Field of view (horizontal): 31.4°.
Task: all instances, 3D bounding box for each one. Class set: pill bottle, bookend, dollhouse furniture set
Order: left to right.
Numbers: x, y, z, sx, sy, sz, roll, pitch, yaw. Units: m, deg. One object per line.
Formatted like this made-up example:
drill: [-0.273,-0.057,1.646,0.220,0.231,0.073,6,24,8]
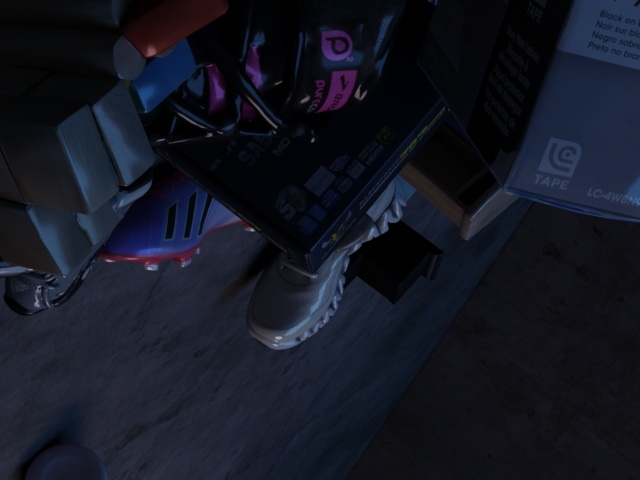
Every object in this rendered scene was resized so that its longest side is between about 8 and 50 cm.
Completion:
pill bottle: [-0.275,0.290,1.228,0.086,0.086,0.152,-42,161,-35]
bookend: [0.051,0.036,1.496,0.156,0.157,0.072,-46,163,-26]
dollhouse furniture set: [0.098,-0.151,1.087,0.286,0.198,0.303,-39,156,-21]

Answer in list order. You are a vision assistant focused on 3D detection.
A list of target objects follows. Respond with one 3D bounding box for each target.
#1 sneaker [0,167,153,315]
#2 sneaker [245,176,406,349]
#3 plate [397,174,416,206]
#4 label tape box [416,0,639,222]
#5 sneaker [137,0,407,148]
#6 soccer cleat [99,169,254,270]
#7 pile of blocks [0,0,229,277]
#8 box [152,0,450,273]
sneaker: [-0.212,0.015,0.807,0.228,0.086,0.132,-31,156,-56]
sneaker: [0.000,0.000,1.393,0.292,0.110,0.118,-55,160,-23]
plate: [0.126,-0.107,1.656,0.188,0.024,0.188,-47,164,-18]
label tape box: [0.183,-0.222,0.713,0.249,0.115,0.348,-105,-152,-62]
sneaker: [-0.066,-0.138,0.663,0.483,0.202,0.185,-45,163,-27]
soccer cleat: [-0.114,-0.041,1.018,0.248,0.083,0.095,-23,117,-53]
pile of blocks: [-0.067,-0.160,0.500,0.149,0.112,0.362,0,99,-54]
box: [-0.005,-0.118,0.928,0.233,0.183,0.059,-49,164,-12]
